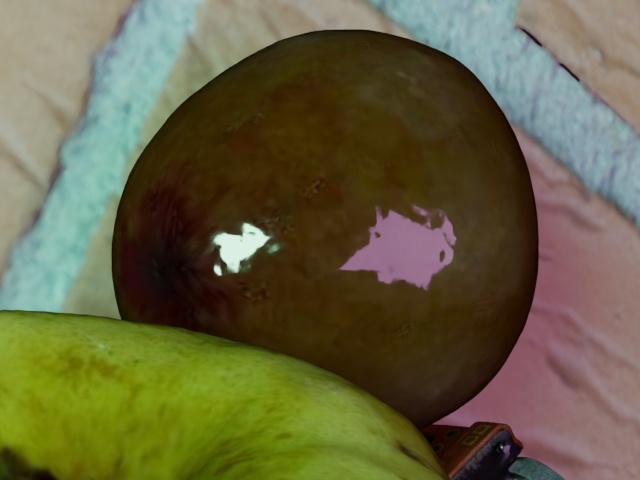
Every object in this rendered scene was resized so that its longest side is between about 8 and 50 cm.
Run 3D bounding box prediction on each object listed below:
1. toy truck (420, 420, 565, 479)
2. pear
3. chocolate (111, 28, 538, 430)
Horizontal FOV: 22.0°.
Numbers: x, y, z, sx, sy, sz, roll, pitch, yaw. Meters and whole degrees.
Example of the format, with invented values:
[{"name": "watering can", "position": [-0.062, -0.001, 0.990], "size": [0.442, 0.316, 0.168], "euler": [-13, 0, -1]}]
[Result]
[{"name": "toy truck", "position": [0.075, 0.208, 0.749], "size": [0.107, 0.114, 0.252], "euler": [-39, 115, -35]}, {"name": "pear", "position": [-0.069, 0.177, 0.515], "size": [0.304, 0.304, 0.303], "euler": [-3, 94, -42]}, {"name": "chocolate", "position": [0.000, 0.000, 0.643], "size": [0.177, 0.177, 0.176], "euler": [-3, 94, -42]}]
